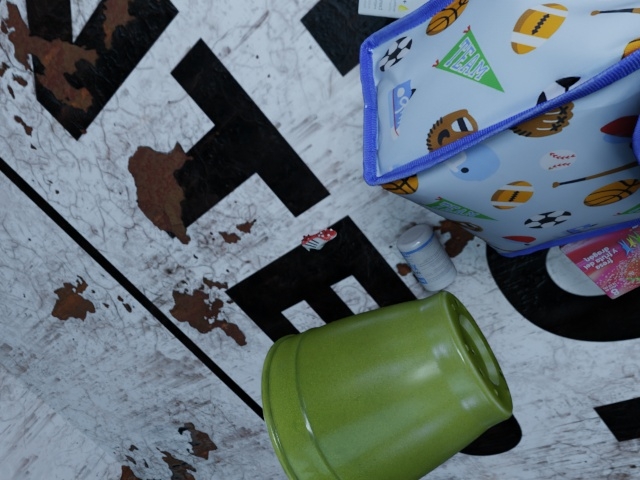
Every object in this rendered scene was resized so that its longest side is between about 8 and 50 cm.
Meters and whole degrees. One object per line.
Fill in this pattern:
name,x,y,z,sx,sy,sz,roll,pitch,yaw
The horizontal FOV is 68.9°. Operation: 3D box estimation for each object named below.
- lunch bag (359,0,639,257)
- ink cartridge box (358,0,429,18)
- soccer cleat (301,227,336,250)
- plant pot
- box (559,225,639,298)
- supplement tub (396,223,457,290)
lunch bag,0.285,-0.140,0.483,0.385,0.239,0.327,-20,152,40
ink cartridge box,0.149,-0.344,0.571,0.176,0.127,0.128,11,125,11
soccer cleat,0.000,0.000,0.916,0.083,0.029,0.036,-16,124,31
plant pot,0.142,0.276,0.875,0.352,0.366,0.366,-31,108,21
box,0.474,-0.052,0.647,0.122,0.128,0.257,40,126,-9
supplement tub,0.191,0.030,0.839,0.071,0.071,0.107,-25,110,31
